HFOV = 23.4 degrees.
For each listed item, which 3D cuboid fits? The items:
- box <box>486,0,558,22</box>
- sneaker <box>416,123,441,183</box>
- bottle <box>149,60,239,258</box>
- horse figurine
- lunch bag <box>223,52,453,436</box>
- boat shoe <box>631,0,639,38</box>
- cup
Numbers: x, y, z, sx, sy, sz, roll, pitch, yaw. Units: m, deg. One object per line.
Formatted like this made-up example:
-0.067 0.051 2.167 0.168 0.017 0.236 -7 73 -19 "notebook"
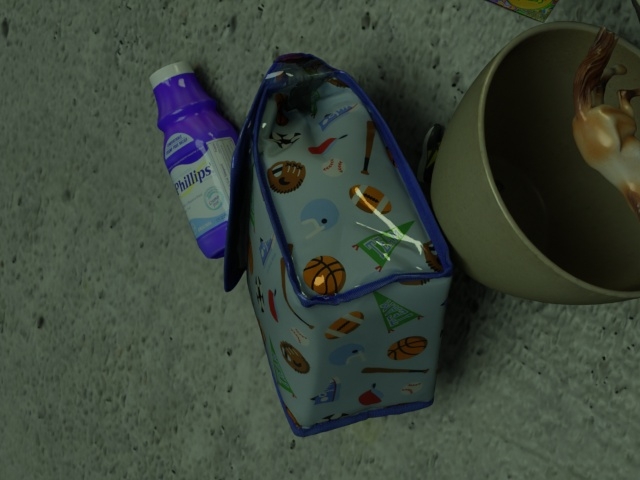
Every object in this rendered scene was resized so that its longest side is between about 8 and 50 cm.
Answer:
0.214 -0.458 1.771 0.279 0.177 0.290 -58 30 28 "box"
0.153 -0.114 2.047 0.035 0.031 0.083 18 113 19 "sneaker"
-0.168 -0.120 2.237 0.118 0.092 0.283 -28 81 41 "bottle"
0.352 -0.102 1.712 0.263 0.174 0.066 53 140 -6 "horse figurine"
0.000 0.000 1.973 0.328 0.239 0.385 96 160 -54 "lunch bag"
0.411 -0.244 1.755 0.355 0.132 0.130 65 164 3 "boat shoe"
0.261 -0.058 1.825 0.237 0.331 0.331 -34 77 55 "cup"
